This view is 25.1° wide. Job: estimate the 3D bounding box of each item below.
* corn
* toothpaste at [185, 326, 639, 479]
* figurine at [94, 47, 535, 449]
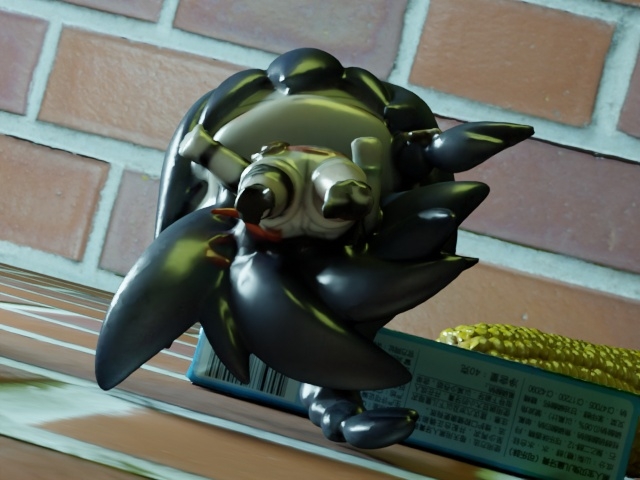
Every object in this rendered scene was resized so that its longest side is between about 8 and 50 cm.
[{"bbox_3d":[0.188,0.120,1.034,0.293,0.106,0.106,12,-1,-34],"label":"corn"},{"bbox_3d":[0.055,0.090,0.864,0.267,0.065,0.050,14,-6,11],"label":"toothpaste"},{"bbox_3d":[-0.009,-0.004,0.747,0.175,0.197,0.265,22,30,-1],"label":"figurine"}]
